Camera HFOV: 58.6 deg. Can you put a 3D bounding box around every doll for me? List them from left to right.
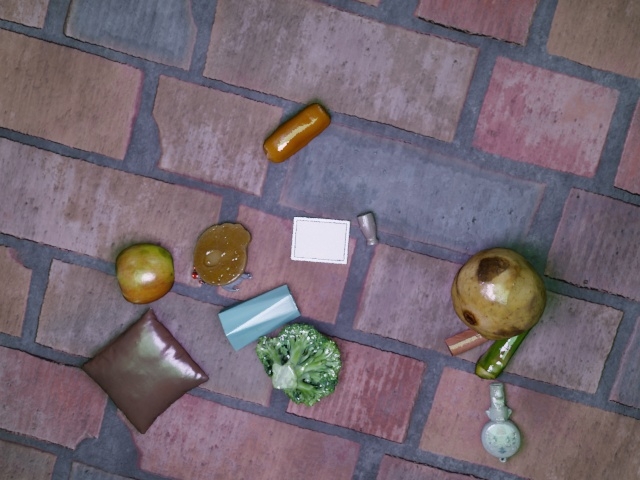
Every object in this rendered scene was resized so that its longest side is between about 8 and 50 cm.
[{"bbox_3d":[-0.314,0.106,1.831,0.194,0.062,0.104,5,53,7],"label":"doll"}]

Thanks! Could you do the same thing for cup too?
[{"bbox_3d":[-0.190,0.231,1.808,0.235,0.134,0.148,-27,128,-2],"label":"cup"}]

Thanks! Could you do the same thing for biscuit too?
[{"bbox_3d":[-0.308,0.047,1.797,0.181,0.049,0.208,0,70,11],"label":"biscuit"}]

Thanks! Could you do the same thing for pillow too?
[{"bbox_3d":[-0.564,0.424,1.849,0.308,0.108,0.305,-40,95,5],"label":"pillow"}]

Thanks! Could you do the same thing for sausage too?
[{"bbox_3d":[-0.077,-0.332,1.762,0.238,0.098,0.098,-37,94,4],"label":"sausage"},{"bbox_3d":[0.486,0.311,1.826,0.169,0.065,0.065,-25,95,4],"label":"sausage"}]

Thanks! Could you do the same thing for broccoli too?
[{"bbox_3d":[-0.067,0.388,1.766,0.261,0.241,0.269,-5,91,16],"label":"broccoli"}]

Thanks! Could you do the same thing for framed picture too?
[{"bbox_3d":[0.000,0.000,1.833,0.183,0.011,0.142,4,96,2],"label":"framed picture"}]

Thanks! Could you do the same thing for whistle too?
[{"bbox_3d":[0.580,0.591,1.850,0.126,0.067,0.258,-5,91,8],"label":"whistle"}]

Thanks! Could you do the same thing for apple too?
[{"bbox_3d":[-0.542,0.102,1.775,0.196,0.196,0.196,0,96,2],"label":"apple"}]

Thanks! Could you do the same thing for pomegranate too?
[{"bbox_3d":[0.529,0.159,1.697,0.281,0.281,0.281,0,96,2],"label":"pomegranate"}]

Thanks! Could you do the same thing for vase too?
[{"bbox_3d":[0.152,-0.036,1.803,0.053,0.053,0.101,-16,99,4],"label":"vase"}]

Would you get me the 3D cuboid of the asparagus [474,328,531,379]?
[{"bbox_3d":[0.608,0.308,1.811,0.082,0.085,0.343,38,99,22],"label":"asparagus"}]
